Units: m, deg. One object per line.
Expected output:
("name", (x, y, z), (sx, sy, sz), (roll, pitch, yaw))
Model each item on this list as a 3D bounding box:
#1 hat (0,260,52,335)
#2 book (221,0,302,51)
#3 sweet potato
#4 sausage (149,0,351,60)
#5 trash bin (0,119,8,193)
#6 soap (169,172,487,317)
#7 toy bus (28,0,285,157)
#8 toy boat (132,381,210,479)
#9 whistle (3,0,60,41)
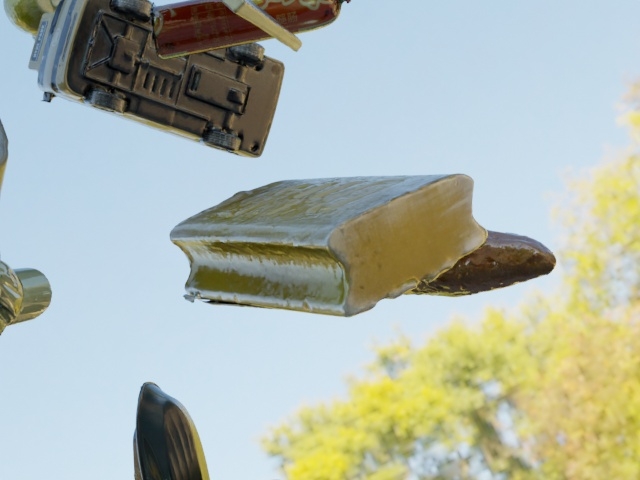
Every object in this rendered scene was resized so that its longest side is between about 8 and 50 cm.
("hat", (-0.393, 0.064, 1.668), (0.166, 0.122, 0.081), (-10, -44, -49))
("book", (-0.162, -0.338, 1.657), (0.020, 0.295, 0.208), (-52, -18, 8))
("sweet potato", (0.170, 0.022, 1.702), (0.251, 0.097, 0.097), (-2, -13, 26))
("sausage", (-0.087, -0.292, 1.787), (0.264, 0.083, 0.083), (-10, -23, 4))
("trash bin", (-0.459, -0.054, 1.514), (0.219, 0.220, 0.250), (-12, -30, -32))
("soap", (0.000, 0.000, 1.251), (0.173, 0.089, 0.274), (-23, 14, -32))
("toy bus", (-0.246, -0.245, 2.063), (0.365, 0.177, 0.202), (18, -3, -39))
("toy boat", (-0.175, 0.264, 1.563), (0.103, 0.093, 0.246), (2, -61, 19))
("whistle", (-0.419, -0.332, 2.139), (0.123, 0.223, 0.123), (-17, 15, 5))
